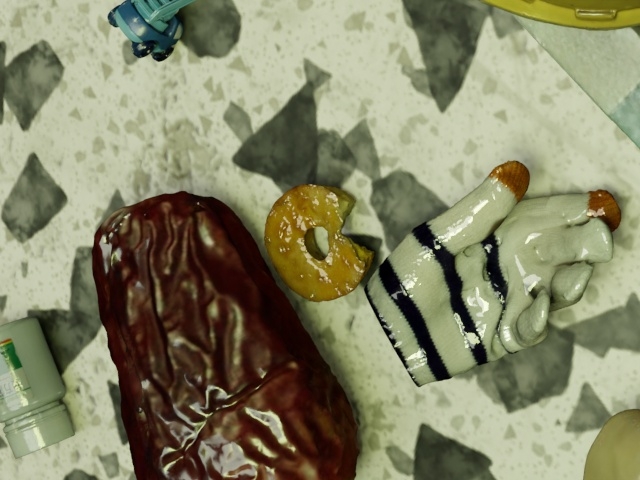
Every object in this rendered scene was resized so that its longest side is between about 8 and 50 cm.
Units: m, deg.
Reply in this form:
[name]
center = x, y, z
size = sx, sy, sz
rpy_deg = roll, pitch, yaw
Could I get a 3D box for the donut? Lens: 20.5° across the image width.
[donut]
center = 0.000, 0.000, 1.597
size = 0.097, 0.043, 0.108
rpy_deg = -13, 94, 32

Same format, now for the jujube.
[jujube]
center = -0.097, 0.120, 1.597
size = 0.216, 0.216, 0.342
rpy_deg = -33, 75, 32

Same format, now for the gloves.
[gloves]
center = 0.152, 0.028, 1.476
size = 0.219, 0.131, 0.140
rpy_deg = -28, 72, 6

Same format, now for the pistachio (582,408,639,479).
[pistachio]
center = 0.303, 0.226, 1.409
size = 0.152, 0.126, 0.223
rpy_deg = -41, 88, 16

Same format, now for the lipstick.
[lipstick]
center = 0.198, -0.193, 1.423
size = 0.317, 0.066, 0.068
rpy_deg = 49, 119, 14

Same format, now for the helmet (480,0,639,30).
[helmet]
center = 0.198, -0.271, 1.321
size = 0.257, 0.140, 0.205
rpy_deg = 2, 84, 11

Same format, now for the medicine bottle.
[medicine bottle]
center = -0.302, 0.149, 1.787
size = 0.080, 0.080, 0.130
rpy_deg = -23, 86, 33

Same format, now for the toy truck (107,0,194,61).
[toy truck]
center = -0.144, -0.214, 1.630
size = 0.090, 0.073, 0.056
rpy_deg = -42, 77, 17
